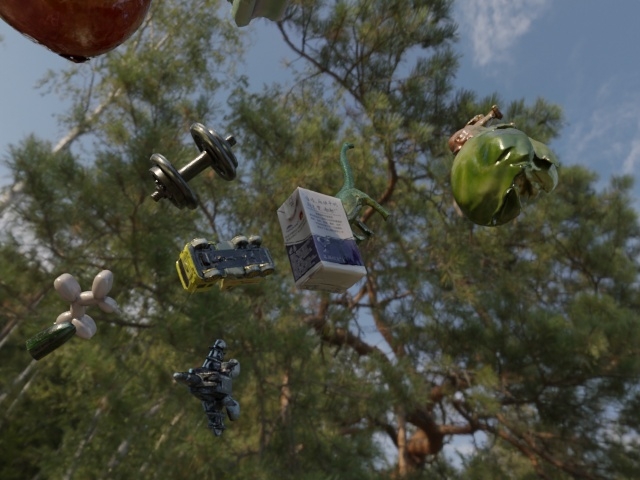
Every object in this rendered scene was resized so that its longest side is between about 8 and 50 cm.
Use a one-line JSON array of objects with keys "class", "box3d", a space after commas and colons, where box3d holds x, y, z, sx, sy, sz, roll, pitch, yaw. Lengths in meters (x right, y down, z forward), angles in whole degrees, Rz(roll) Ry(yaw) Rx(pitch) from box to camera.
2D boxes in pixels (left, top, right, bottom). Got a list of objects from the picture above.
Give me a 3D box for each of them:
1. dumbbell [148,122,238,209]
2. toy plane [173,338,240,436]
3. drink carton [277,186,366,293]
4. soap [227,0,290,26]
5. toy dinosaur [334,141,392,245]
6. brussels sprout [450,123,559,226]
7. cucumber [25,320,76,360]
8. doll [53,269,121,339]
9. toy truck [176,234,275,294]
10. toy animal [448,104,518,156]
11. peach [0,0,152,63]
[{"class": "dumbbell", "box3d": [-0.357, -0.207, 1.461, 0.192, 0.290, 0.192, 45, -15, 16]}, {"class": "toy plane", "box3d": [-0.186, 0.241, 0.877, 0.078, 0.169, 0.246, -3, -22, 2]}, {"class": "drink carton", "box3d": [-0.001, -0.001, 1.174, 0.134, 0.222, 0.102, 10, -40, -37]}, {"class": "soap", "box3d": [-0.102, -0.554, 0.890, 0.208, 0.115, 0.347, 71, -18, 1]}, {"class": "toy dinosaur", "box3d": [0.031, -0.118, 1.381, 0.301, 0.447, 0.087, 47, -40, 17]}, {"class": "brussels sprout", "box3d": [0.236, -0.094, 0.709, 0.100, 0.181, 0.139, 25, -64, -33]}, {"class": "cucumber", "box3d": [-0.550, 0.200, 1.060, 0.048, 0.105, 0.048, 55, -6, 9]}, {"class": "doll", "box3d": [-0.551, 0.153, 1.208, 0.161, 0.059, 0.160, -7, -74, -1]}, {"class": "toy truck", "box3d": [-0.266, 0.076, 1.446, 0.272, 0.124, 0.157, -3, -31, -45]}, {"class": "toy animal", "box3d": [0.373, -0.249, 1.261, 0.158, 0.312, 0.097, -27, -85, 6]}, {"class": "peach", "box3d": [-0.494, -0.530, 0.980, 0.370, 0.370, 0.370, 13, -40, 11]}]
